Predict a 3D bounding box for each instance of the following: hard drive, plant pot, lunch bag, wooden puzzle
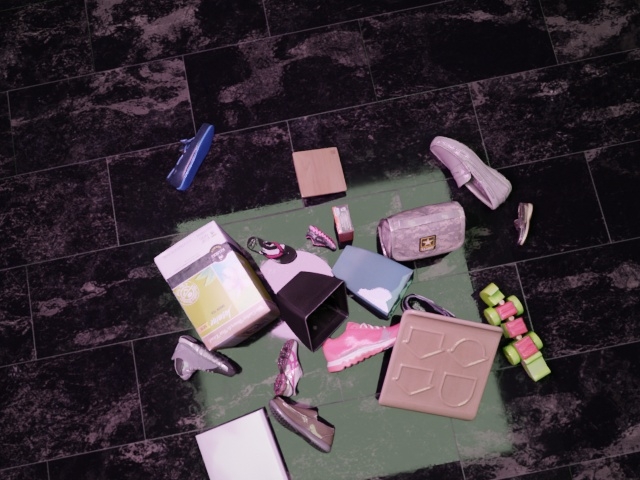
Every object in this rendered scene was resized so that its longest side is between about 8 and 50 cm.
[{"bbox_3d":[-0.232,0.754,1.780,0.233,0.047,0.353,-22,81,-1],"label":"hard drive"},{"bbox_3d":[0.163,0.125,1.817,0.234,0.166,0.165,30,83,14],"label":"plant pot"},{"bbox_3d":[0.320,-0.026,1.771,0.235,0.287,0.168,-11,80,-1],"label":"lunch bag"},{"bbox_3d":[0.372,0.389,1.746,0.322,0.080,0.347,12,106,-7],"label":"wooden puzzle"},{"bbox_3d":[-0.036,0.208,1.779,0.167,0.188,0.187,28,56,31],"label":"plant pot"}]

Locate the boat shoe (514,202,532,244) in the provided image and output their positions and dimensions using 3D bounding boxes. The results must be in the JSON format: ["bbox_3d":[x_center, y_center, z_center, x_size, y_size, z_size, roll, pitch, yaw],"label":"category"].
[{"bbox_3d":[0.683,-0.058,1.882,0.049,0.056,0.152,14,72,10],"label":"boat shoe"}]

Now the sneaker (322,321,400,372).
[{"bbox_3d":[0.148,0.314,1.807,0.314,0.116,0.136,-24,77,-3],"label":"sneaker"}]

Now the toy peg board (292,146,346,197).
[{"bbox_3d":[-0.011,-0.229,1.935,0.161,0.079,0.161,-10,80,-15],"label":"toy peg board"}]

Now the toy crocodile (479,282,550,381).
[{"bbox_3d":[0.631,0.292,1.795,0.115,0.105,0.340,-26,81,-2],"label":"toy crocodile"}]

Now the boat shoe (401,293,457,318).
[{"bbox_3d":[0.400,0.275,1.808,0.301,0.102,0.108,39,84,8],"label":"boat shoe"}]

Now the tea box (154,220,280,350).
[{"bbox_3d":[-0.307,0.154,1.742,0.220,0.329,0.323,-34,80,-4],"label":"tea box"}]

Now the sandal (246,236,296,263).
[{"bbox_3d":[-0.170,0.032,1.903,0.179,0.040,0.067,17,81,5],"label":"sandal"}]

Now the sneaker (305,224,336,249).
[{"bbox_3d":[0.000,0.000,1.906,0.119,0.047,0.057,37,100,11],"label":"sneaker"}]

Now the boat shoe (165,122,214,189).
[{"bbox_3d":[-0.464,-0.306,1.941,0.089,0.109,0.258,26,80,10],"label":"boat shoe"}]

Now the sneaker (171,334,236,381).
[{"bbox_3d":[-0.394,0.422,1.832,0.229,0.086,0.132,28,87,17],"label":"sneaker"}]

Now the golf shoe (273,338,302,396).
[{"bbox_3d":[-0.099,0.421,1.830,0.086,0.067,0.186,17,75,-27],"label":"golf shoe"}]

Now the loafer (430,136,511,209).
[{"bbox_3d":[0.500,-0.233,1.887,0.319,0.112,0.111,38,75,7],"label":"loafer"}]

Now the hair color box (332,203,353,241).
[{"bbox_3d":[0.076,-0.055,1.844,0.053,0.167,0.093,-13,80,0],"label":"hair color box"}]

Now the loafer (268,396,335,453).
[{"bbox_3d":[-0.058,0.583,1.791,0.251,0.094,0.087,38,59,-1],"label":"loafer"}]
